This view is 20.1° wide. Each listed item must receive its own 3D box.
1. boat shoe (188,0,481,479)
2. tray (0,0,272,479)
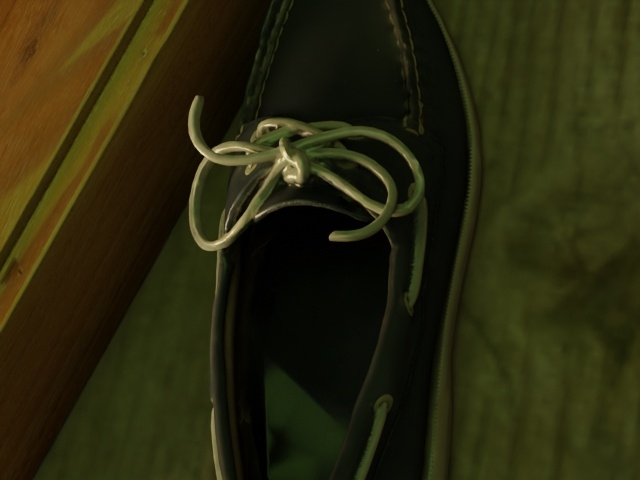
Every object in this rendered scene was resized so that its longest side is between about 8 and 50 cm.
[{"bbox_3d":[0.000,0.000,0.654,0.095,0.079,0.255,-1,73,23],"label":"boat shoe"},{"bbox_3d":[-0.127,-0.100,0.747,0.203,0.076,0.411,26,83,28],"label":"tray"}]
